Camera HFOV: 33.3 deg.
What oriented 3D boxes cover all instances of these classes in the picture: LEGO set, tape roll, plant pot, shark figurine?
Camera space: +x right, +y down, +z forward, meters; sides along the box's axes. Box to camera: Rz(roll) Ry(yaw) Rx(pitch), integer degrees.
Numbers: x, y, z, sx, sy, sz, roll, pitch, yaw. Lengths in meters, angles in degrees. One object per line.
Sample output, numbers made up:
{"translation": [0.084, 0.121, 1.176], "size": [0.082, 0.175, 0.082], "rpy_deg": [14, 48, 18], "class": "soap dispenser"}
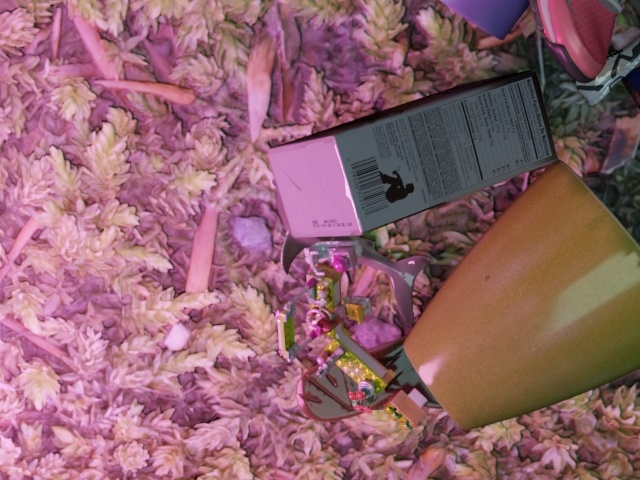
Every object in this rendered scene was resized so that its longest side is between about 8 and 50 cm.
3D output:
{"translation": [0.024, 0.141, 1.364], "size": [0.132, 0.107, 0.287], "rpy_deg": [-7, 114, 38], "class": "LEGO set"}
{"translation": [0.166, -0.325, 1.275], "size": [0.189, 0.189, 0.080], "rpy_deg": [35, 108, -4], "class": "tape roll"}
{"translation": [0.259, 0.097, 1.324], "size": [0.293, 0.275, 0.275], "rpy_deg": [-38, 99, 7], "class": "plant pot"}
{"translation": [0.007, 0.010, 1.432], "size": [0.278, 0.166, 0.116], "rpy_deg": [37, 77, -31], "class": "shark figurine"}

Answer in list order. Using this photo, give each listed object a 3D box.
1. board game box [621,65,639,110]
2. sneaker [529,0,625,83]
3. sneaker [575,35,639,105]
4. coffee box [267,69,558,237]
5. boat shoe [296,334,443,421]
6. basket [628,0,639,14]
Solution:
{"translation": [0.510, -0.096, 1.282], "size": [0.141, 0.232, 0.291], "rpy_deg": [-32, 100, 15], "class": "board game box"}
{"translation": [0.325, -0.334, 1.209], "size": [0.136, 0.116, 0.314], "rpy_deg": [-6, 69, 42], "class": "sneaker"}
{"translation": [0.370, -0.222, 1.360], "size": [0.044, 0.040, 0.109], "rpy_deg": [43, 106, -5], "class": "sneaker"}
{"translation": [0.112, -0.104, 1.280], "size": [0.297, 0.168, 0.119], "rpy_deg": [-21, 99, -28], "class": "coffee box"}
{"translation": [0.119, 0.184, 1.484], "size": [0.302, 0.098, 0.109], "rpy_deg": [-13, 88, 7], "class": "boat shoe"}
{"translation": [0.470, -0.339, 1.257], "size": [0.227, 0.154, 0.204], "rpy_deg": [-41, 74, 21], "class": "basket"}
